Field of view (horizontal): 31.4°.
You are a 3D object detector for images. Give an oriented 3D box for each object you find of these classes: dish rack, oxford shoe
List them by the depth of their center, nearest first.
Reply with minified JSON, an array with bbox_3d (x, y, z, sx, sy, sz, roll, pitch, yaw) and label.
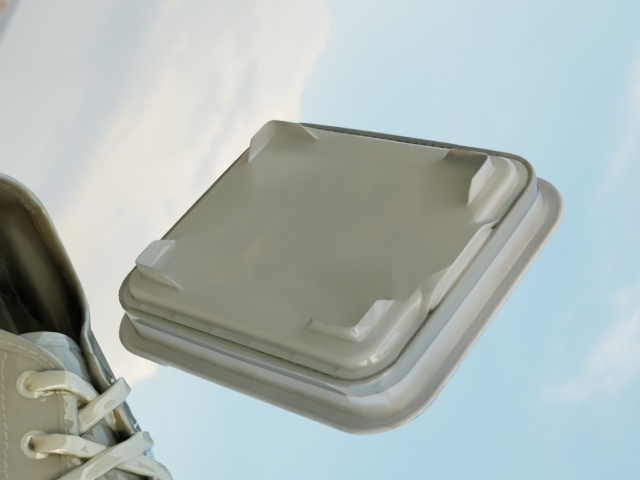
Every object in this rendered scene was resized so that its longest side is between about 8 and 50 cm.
[{"bbox_3d":[-0.139,0.138,0.587,0.130,0.169,0.449,-43,-116,24],"label":"oxford shoe"},{"bbox_3d":[0.000,0.000,0.933,0.333,0.072,0.285,14,-129,40],"label":"dish rack"}]
